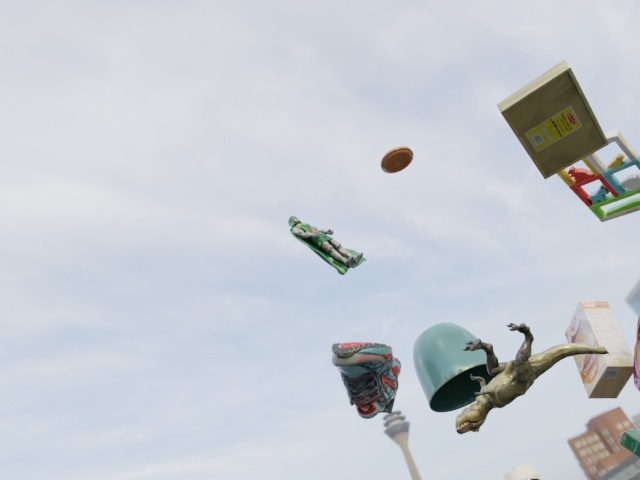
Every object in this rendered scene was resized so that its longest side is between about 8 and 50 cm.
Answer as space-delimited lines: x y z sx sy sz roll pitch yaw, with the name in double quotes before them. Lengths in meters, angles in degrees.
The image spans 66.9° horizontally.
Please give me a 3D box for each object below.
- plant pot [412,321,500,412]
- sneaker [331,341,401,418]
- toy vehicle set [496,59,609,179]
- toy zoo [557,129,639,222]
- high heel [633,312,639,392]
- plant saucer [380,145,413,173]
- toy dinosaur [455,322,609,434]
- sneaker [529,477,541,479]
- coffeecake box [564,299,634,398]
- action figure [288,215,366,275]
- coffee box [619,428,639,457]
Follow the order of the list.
"plant pot" 0.478 0.446 1.780 0.292 0.235 0.293 -13 -45 -13
"sneaker" 0.096 0.266 0.905 0.104 0.125 0.262 -7 -28 25
"toy vehicle set" 0.559 -0.277 1.159 0.166 0.035 0.267 -31 -52 26
"toy zoo" 0.772 -0.181 1.317 0.293 0.030 0.192 41 -33 -13
"high heel" 0.667 0.202 0.976 0.082 0.244 0.117 -7 -42 47
"plant saucer" 0.184 -0.190 1.158 0.083 0.013 0.083 -15 -34 -10
"toy dinosaur" 0.308 0.198 0.773 0.268 0.118 0.064 -32 0 2
"sneaker" 0.664 0.753 1.457 0.058 0.084 0.152 -52 -31 2
"coffeecake box" 0.663 0.258 1.158 0.068 0.186 0.142 -1 -47 6
"action figure" 0.000 0.000 1.277 0.137 0.232 0.064 -15 -49 -55
"coffee box" 0.850 0.528 1.173 0.113 0.184 0.041 3 -74 -26
